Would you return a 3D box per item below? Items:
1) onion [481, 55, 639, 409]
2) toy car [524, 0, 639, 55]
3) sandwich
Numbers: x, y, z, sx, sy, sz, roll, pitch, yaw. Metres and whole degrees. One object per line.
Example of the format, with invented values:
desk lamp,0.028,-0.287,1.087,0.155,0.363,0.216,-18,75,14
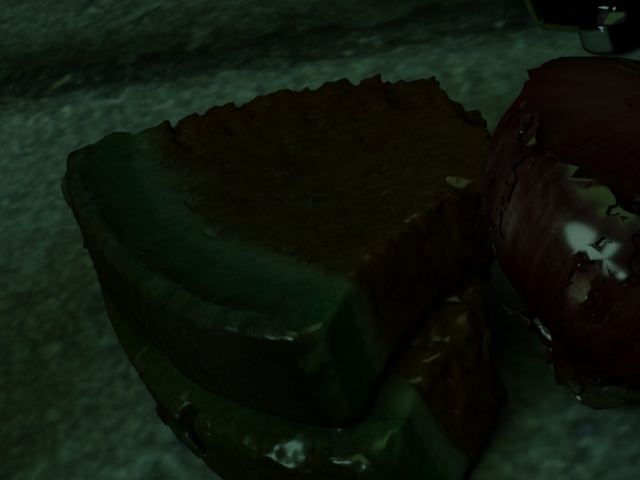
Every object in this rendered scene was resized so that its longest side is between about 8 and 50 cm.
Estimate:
onion,0.142,0.004,0.789,0.184,0.147,0.184,20,33,-14
toy car,0.224,-0.167,0.975,0.256,0.101,0.124,6,42,37
sandwich,-0.006,0.010,0.878,0.212,0.109,0.292,-24,35,2
